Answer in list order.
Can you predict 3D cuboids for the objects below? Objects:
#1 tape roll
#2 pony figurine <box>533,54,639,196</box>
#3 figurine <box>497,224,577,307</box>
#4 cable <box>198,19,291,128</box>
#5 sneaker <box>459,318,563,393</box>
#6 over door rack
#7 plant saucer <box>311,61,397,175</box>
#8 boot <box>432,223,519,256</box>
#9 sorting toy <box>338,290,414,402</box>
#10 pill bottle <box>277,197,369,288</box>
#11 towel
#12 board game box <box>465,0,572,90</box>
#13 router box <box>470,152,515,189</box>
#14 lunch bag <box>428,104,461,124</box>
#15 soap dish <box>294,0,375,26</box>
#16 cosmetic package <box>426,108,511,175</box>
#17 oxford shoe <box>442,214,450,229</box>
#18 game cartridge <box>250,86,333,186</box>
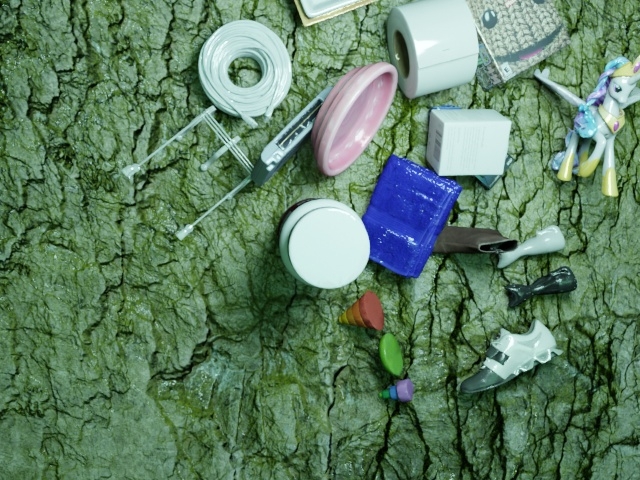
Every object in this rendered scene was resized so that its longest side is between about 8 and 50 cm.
[{"bbox_3d":[0.299,-0.529,1.471,0.169,0.246,0.246,-16,97,-4],"label":"tape roll"},{"bbox_3d":[0.773,-0.347,1.519,0.303,0.351,0.363,4,114,-3],"label":"pony figurine"},{"bbox_3d":[0.648,0.081,1.649,0.209,0.092,0.214,-19,96,0],"label":"figurine"},{"bbox_3d":[-0.208,-0.471,1.501,0.257,0.089,0.257,32,91,-7],"label":"cable"},{"bbox_3d":[0.559,0.355,1.659,0.331,0.122,0.146,-28,80,-2],"label":"sneaker"},{"bbox_3d":[-0.348,-0.187,1.488,0.324,0.108,0.239,-43,99,-22],"label":"over door rack"},{"bbox_3d":[0.081,-0.331,1.440,0.084,0.332,0.332,35,91,14],"label":"plant saucer"},{"bbox_3d":[0.414,0.001,1.551,0.248,0.207,0.090,-3,96,-6],"label":"boot"},{"bbox_3d":[0.160,0.334,1.627,0.126,0.127,0.365,-19,101,26],"label":"sorting toy"},{"bbox_3d":[0.000,0.000,1.413,0.224,0.392,0.224,-1,96,-6],"label":"pill bottle"},{"bbox_3d":[0.236,-0.062,1.528,0.228,0.076,0.308,26,109,9],"label":"towel"},{"bbox_3d":[0.524,-0.621,1.536,0.232,0.141,0.291,-32,98,-2],"label":"board game box"},{"bbox_3d":[0.510,-0.227,1.624,0.092,0.038,0.122,39,90,-9],"label":"router box"},{"bbox_3d":[0.369,-0.365,1.581,0.098,0.067,0.065,-3,96,-6],"label":"lunch bag"},{"bbox_3d":[0.007,-0.758,1.480,0.229,0.118,0.290,-22,97,-4],"label":"soap dish"},{"bbox_3d":[0.406,-0.275,1.497,0.184,0.151,0.151,-1,117,-4],"label":"cosmetic package"},{"bbox_3d":[0.286,-0.125,1.600,0.227,0.083,0.096,39,57,1],"label":"oxford shoe"},{"bbox_3d":[-0.074,-0.277,1.462,0.060,0.196,0.294,42,70,0],"label":"game cartridge"}]
